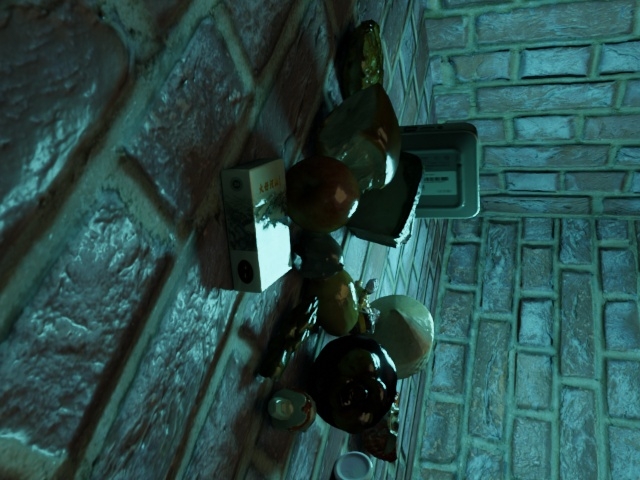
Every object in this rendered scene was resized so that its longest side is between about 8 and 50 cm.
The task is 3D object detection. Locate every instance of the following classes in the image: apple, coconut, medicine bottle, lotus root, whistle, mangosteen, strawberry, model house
[{"bbox_3d":[-0.002,-0.112,1.325,0.174,0.188,0.188,13,80,-65],"label":"apple"},{"bbox_3d":[0.279,0.343,2.007,0.329,0.329,0.329,2,90,-69],"label":"coconut"},{"bbox_3d":[0.128,0.860,1.854,0.133,0.133,0.274,-58,144,-53],"label":"medicine bottle"},{"bbox_3d":[0.040,0.173,1.544,0.303,0.131,0.146,71,28,-44],"label":"lotus root"},{"bbox_3d":[-0.069,0.415,1.335,0.102,0.106,0.253,56,5,28],"label":"whistle"},{"bbox_3d":[0.087,0.397,1.520,0.287,0.233,0.287,-44,151,-32],"label":"mangosteen"},{"bbox_3d":[0.234,0.728,2.134,0.336,0.149,0.265,71,21,-65],"label":"strawberry"},{"bbox_3d":[0.230,-0.136,1.878,0.284,0.243,0.298,44,63,-69],"label":"model house"}]

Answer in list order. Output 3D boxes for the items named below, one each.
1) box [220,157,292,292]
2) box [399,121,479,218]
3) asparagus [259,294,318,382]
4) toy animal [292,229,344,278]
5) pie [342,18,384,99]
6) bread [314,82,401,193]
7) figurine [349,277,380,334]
[{"bbox_3d":[-0.130,-0.037,1.157,0.164,0.069,0.256,-40,129,-63],"label":"box"},{"bbox_3d":[0.416,-0.263,2.123,0.111,0.396,0.396,-69,152,-48],"label":"box"},{"bbox_3d":[-0.072,0.236,1.335,0.287,0.080,0.080,-57,145,-39],"label":"asparagus"},{"bbox_3d":[-0.002,0.010,1.448,0.236,0.138,0.108,-83,-174,-61],"label":"toy animal"},{"bbox_3d":[0.149,-0.558,1.797,0.355,0.103,0.288,72,28,-51],"label":"pie"},{"bbox_3d":[0.120,-0.295,1.574,0.250,0.225,0.279,64,30,-54],"label":"bread"},{"bbox_3d":[0.135,0.221,1.829,0.240,0.116,0.175,-64,152,-58],"label":"figurine"}]
